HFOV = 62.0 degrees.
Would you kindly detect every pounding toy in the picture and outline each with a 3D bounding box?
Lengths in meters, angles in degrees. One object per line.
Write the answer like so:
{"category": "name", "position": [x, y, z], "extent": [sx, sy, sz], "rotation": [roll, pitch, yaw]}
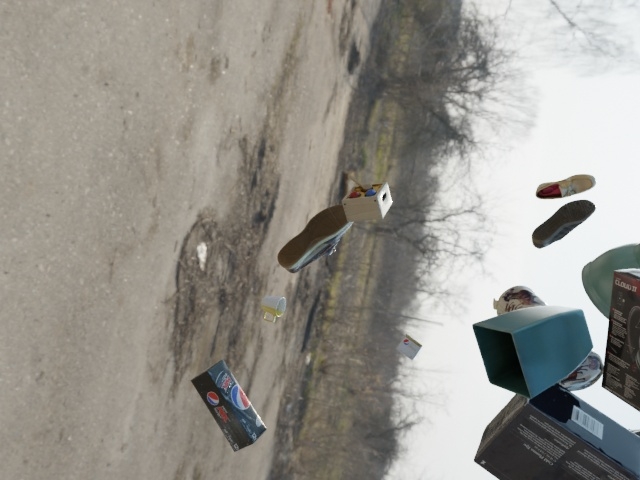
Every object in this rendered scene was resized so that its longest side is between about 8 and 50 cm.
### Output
{"category": "pounding toy", "position": [0.131, -0.132, 1.575], "extent": [0.141, 0.130, 0.100], "rotation": [-53, 132, -53]}

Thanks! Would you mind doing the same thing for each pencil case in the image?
{"category": "pencil case", "position": [0.768, 0.325, 1.837], "extent": [0.410, 0.184, 0.159], "rotation": [-118, -147, -54]}

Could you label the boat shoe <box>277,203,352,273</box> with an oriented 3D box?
{"category": "boat shoe", "position": [0.000, 0.000, 1.980], "extent": [0.342, 0.123, 0.123], "rotation": [-42, 144, -3]}

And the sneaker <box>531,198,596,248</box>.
{"category": "sneaker", "position": [0.657, -0.044, 1.452], "extent": [0.066, 0.189, 0.071], "rotation": [61, 3, 33]}

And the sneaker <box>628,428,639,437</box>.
{"category": "sneaker", "position": [0.958, 0.657, 1.712], "extent": [0.118, 0.222, 0.083], "rotation": [73, 8, -70]}

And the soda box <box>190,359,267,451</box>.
{"category": "soda box", "position": [-0.182, 0.327, 1.058], "extent": [0.168, 0.060, 0.053], "rotation": [57, 30, 2]}

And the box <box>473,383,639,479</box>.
{"category": "box", "position": [0.702, 0.629, 1.601], "extent": [0.179, 0.343, 0.312], "rotation": [-36, 156, -53]}

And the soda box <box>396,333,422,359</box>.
{"category": "soda box", "position": [0.333, 0.397, 1.987], "extent": [0.069, 0.074, 0.216], "rotation": [-54, 165, -2]}

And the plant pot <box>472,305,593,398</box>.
{"category": "plant pot", "position": [0.540, 0.253, 1.322], "extent": [0.166, 0.235, 0.165], "rotation": [175, -104, -74]}

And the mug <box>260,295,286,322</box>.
{"category": "mug", "position": [-0.153, 0.205, 1.651], "extent": [0.062, 0.064, 0.078], "rotation": [78, 33, -44]}

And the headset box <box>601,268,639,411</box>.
{"category": "headset box", "position": [0.670, 0.191, 1.019], "extent": [0.218, 0.110, 0.293], "rotation": [-136, -135, -74]}

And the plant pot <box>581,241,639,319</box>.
{"category": "plant pot", "position": [0.993, 0.119, 1.630], "extent": [0.196, 0.293, 0.293], "rotation": [115, -5, -47]}

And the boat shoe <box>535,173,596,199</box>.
{"category": "boat shoe", "position": [0.720, -0.151, 1.572], "extent": [0.059, 0.170, 0.063], "rotation": [-37, 107, -44]}
